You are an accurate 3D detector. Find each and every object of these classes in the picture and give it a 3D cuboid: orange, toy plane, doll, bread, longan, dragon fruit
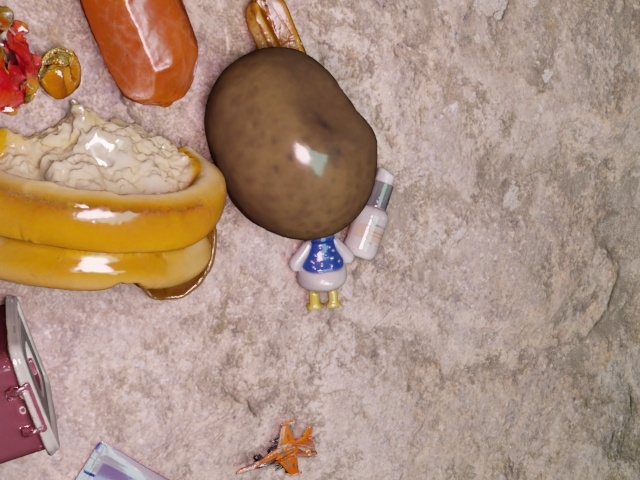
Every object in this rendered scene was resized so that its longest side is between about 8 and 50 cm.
[{"bbox_3d":[-0.427,-0.270,1.337,0.062,0.086,0.086,1,103,8],"label":"orange"},{"bbox_3d":[-0.093,0.447,1.721,0.189,0.062,0.135,-14,109,-14],"label":"toy plane"},{"bbox_3d":[0.000,0.000,1.646,0.138,0.119,0.293,-8,111,-14],"label":"doll"},{"bbox_3d":[-0.372,-0.062,1.339,0.424,0.328,0.245,0,136,-28],"label":"bread"},{"bbox_3d":[-0.052,-0.168,1.454,0.288,0.288,0.350,-32,95,-22],"label":"longan"},{"bbox_3d":[-0.496,-0.279,1.254,0.133,0.207,0.150,-32,75,-39],"label":"dragon fruit"}]

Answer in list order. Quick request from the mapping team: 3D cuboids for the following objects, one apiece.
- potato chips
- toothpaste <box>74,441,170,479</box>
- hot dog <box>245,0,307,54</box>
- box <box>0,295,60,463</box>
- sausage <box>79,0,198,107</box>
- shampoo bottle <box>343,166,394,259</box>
[{"bbox_3d":[-0.268,0.008,1.511,0.150,0.049,0.201,-2,101,-24],"label":"potato chips"},{"bbox_3d":[-0.302,0.517,1.594,0.371,0.080,0.125,35,82,-28],"label":"toothpaste"},{"bbox_3d":[-0.076,-0.360,1.541,0.092,0.062,0.235,-33,119,-21],"label":"hot dog"},{"bbox_3d":[-0.519,0.227,1.272,0.168,0.294,0.193,-21,111,-15],"label":"box"},{"bbox_3d":[-0.295,-0.350,1.351,0.141,0.153,0.267,-48,125,-49],"label":"sausage"},{"bbox_3d":[0.110,-0.056,1.718,0.074,0.074,0.192,22,89,-34],"label":"shampoo bottle"}]
